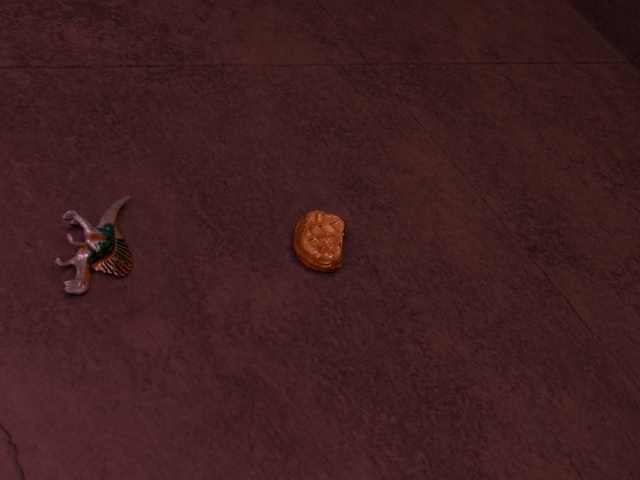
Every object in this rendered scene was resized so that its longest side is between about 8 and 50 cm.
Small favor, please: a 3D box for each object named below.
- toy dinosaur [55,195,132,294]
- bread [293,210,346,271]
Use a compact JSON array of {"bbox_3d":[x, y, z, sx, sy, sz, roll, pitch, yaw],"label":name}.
[{"bbox_3d":[-0.287,0.005,1.204,0.106,0.044,0.187,53,28,5],"label":"toy dinosaur"},{"bbox_3d":[0.000,0.000,1.390,0.083,0.044,0.110,21,42,-11],"label":"bread"}]
